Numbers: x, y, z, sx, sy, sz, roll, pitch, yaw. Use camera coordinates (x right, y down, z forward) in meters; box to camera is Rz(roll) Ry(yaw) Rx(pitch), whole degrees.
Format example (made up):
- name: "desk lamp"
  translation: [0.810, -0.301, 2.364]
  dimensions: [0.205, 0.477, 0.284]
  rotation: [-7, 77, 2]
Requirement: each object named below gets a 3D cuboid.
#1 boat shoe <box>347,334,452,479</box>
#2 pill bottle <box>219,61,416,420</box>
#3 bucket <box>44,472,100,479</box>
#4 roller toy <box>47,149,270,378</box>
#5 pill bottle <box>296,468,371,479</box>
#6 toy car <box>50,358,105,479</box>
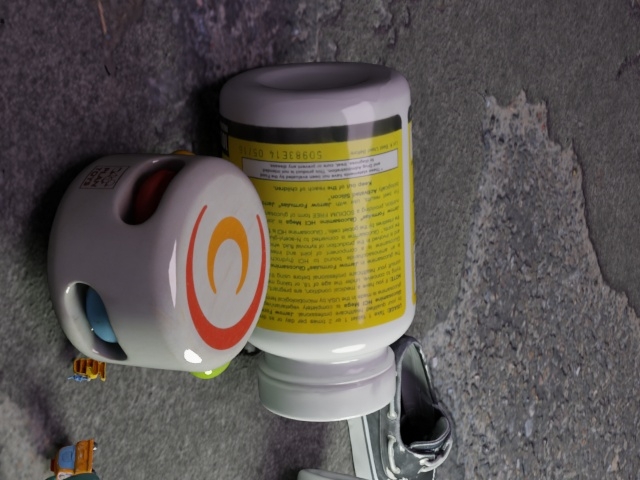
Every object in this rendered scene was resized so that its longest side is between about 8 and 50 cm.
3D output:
- name: "boat shoe"
  translation: [0.104, 0.228, 1.871]
  dimensions: [0.108, 0.102, 0.301]
  rotation: [-42, 130, -42]
- name: "pill bottle"
  translation: [0.000, 0.000, 1.595]
  dimensions: [0.188, 0.188, 0.333]
  rotation: [-23, 116, -50]
- name: "bucket"
  translation: [-0.226, 0.349, 1.304]
  dimensions: [0.183, 0.281, 0.281]
  rotation: [-27, 120, -45]
- name: "roller toy"
  translation: [-0.147, 0.015, 1.427]
  dimensions: [0.191, 0.146, 0.209]
  rotation: [12, 82, -64]
- name: "pill bottle"
  translation: [0.011, 0.354, 1.763]
  dimensions: [0.112, 0.112, 0.186]
  rotation: [15, 86, -55]
- name: "toy car"
  translation: [-0.224, 0.169, 1.468]
  dimensions: [0.041, 0.060, 0.122]
  rotation: [6, 72, -13]
